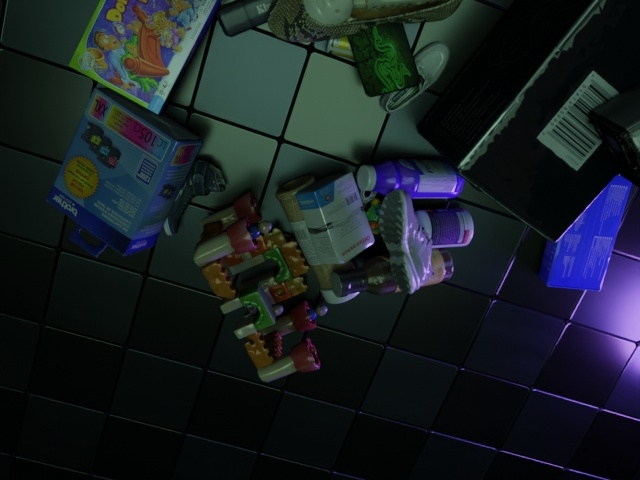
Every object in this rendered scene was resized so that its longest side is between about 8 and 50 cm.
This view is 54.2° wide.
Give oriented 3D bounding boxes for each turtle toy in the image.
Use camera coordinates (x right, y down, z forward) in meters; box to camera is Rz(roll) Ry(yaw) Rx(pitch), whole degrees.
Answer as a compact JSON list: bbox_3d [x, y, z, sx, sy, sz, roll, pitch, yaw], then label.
[{"bbox_3d":[0.175,-0.055,1.733,0.130,0.066,0.095,21,102,-36],"label":"turtle toy"}]

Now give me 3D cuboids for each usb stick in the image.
[{"bbox_3d":[-0.122,-0.586,1.544,0.278,0.045,0.077,-20,109,5],"label":"usb stick"}]

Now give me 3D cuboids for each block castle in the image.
[{"bbox_3d":[-0.139,0.116,1.670,0.213,0.303,0.453,-23,110,6],"label":"block castle"}]

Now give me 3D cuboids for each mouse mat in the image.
[{"bbox_3d":[0.156,-0.459,1.550,0.152,0.007,0.190,-17,89,-13],"label":"mouse mat"}]

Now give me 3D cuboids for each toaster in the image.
[{"bbox_3d":[0.599,-0.179,1.147,0.110,0.186,0.168,-34,109,14],"label":"toaster"}]

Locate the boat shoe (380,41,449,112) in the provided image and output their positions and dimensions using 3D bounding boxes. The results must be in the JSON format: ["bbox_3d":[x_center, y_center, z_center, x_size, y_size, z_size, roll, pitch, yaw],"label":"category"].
[{"bbox_3d":[0.250,-0.410,1.605,0.083,0.076,0.226,37,105,-14],"label":"boat shoe"}]

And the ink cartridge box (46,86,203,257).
[{"bbox_3d":[-0.510,-0.150,1.598,0.270,0.151,0.395,33,109,10],"label":"ink cartridge box"}]

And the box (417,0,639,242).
[{"bbox_3d":[0.510,-0.323,1.436,0.297,0.472,0.480,34,106,-15],"label":"box"}]

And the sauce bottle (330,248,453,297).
[{"bbox_3d":[0.197,0.089,1.712,0.344,0.111,0.111,-10,112,-24],"label":"sauce bottle"}]

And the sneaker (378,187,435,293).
[{"bbox_3d":[0.229,-0.008,1.611,0.115,0.105,0.281,-24,117,-25],"label":"sneaker"}]

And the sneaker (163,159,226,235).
[{"bbox_3d":[-0.343,-0.112,1.691,0.163,0.086,0.226,7,109,-2],"label":"sneaker"}]

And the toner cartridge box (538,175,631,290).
[{"bbox_3d":[0.743,-0.035,1.763,0.165,0.075,0.348,5,110,-5],"label":"toner cartridge box"}]

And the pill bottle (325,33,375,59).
[{"bbox_3d":[0.076,-0.492,1.575,0.116,0.065,0.065,13,109,-6],"label":"pill bottle"}]

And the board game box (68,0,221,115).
[{"bbox_3d":[-0.407,-0.508,1.490,0.233,0.078,0.347,28,96,-9],"label":"board game box"}]

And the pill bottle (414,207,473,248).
[{"bbox_3d":[0.308,-0.032,1.709,0.193,0.108,0.108,-3,111,-18],"label":"pill bottle"}]

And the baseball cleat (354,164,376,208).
[{"bbox_3d":[0.098,-0.105,1.697,0.072,0.109,0.206,15,111,-13],"label":"baseball cleat"}]

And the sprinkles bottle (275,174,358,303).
[{"bbox_3d":[0.000,0.000,1.726,0.121,0.121,0.355,-23,110,6],"label":"sprinkles bottle"}]

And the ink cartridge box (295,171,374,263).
[{"bbox_3d":[0.040,-0.057,1.625,0.086,0.148,0.203,-2,112,47],"label":"ink cartridge box"}]

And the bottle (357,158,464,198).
[{"bbox_3d":[0.233,-0.162,1.632,0.283,0.118,0.092,-1,120,-25],"label":"bottle"}]

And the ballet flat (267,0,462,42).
[{"bbox_3d":[0.115,-0.575,1.453,0.482,0.182,0.164,-9,92,-6],"label":"ballet flat"}]
